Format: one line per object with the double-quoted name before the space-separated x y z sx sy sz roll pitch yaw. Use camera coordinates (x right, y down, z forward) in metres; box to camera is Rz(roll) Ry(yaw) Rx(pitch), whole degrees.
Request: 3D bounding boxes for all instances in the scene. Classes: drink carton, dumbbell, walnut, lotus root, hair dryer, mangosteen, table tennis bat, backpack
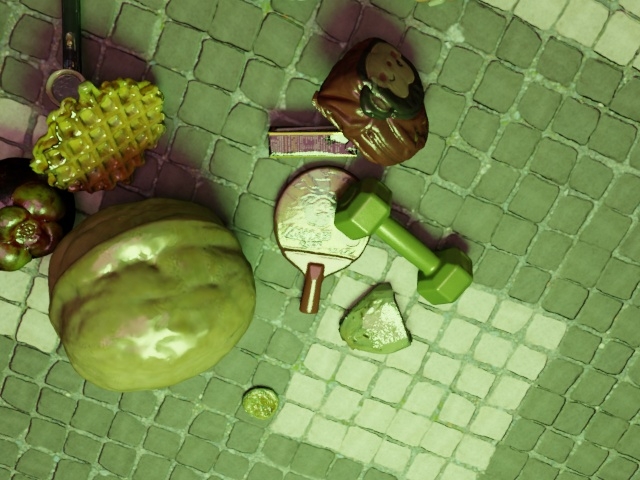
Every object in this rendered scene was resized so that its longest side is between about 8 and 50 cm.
"drink carton" -0.014 -0.189 1.247 0.166 0.071 0.056 -1 112 -1
"dumbbell" 0.162 0.005 1.277 0.302 0.121 0.108 38 125 -18
"walnut" -0.297 0.091 1.191 0.382 0.381 0.380 0 109 0
"lotus root" 0.113 0.182 1.375 0.144 0.070 0.143 -28 106 9
"hair dryer" -0.442 -0.349 1.191 0.070 0.128 0.255 0 87 -9
"mangosteen" -0.551 -0.055 1.222 0.210 0.210 0.209 0 109 0
"table tennis bat" 0.000 0.000 1.333 0.201 0.038 0.310 8 106 -4
"backpack" 0.104 -0.234 1.166 0.139 0.229 0.229 -26 110 39

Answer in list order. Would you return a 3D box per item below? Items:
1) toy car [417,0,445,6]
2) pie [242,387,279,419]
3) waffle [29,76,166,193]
"toy car" 0.218 -0.499 1.057 0.271 0.180 0.212 -16 127 44
"pie" -0.132 0.358 1.461 0.084 0.021 0.084 1 111 3
"waffle" -0.383 -0.187 1.184 0.059 0.243 0.237 41 116 26
